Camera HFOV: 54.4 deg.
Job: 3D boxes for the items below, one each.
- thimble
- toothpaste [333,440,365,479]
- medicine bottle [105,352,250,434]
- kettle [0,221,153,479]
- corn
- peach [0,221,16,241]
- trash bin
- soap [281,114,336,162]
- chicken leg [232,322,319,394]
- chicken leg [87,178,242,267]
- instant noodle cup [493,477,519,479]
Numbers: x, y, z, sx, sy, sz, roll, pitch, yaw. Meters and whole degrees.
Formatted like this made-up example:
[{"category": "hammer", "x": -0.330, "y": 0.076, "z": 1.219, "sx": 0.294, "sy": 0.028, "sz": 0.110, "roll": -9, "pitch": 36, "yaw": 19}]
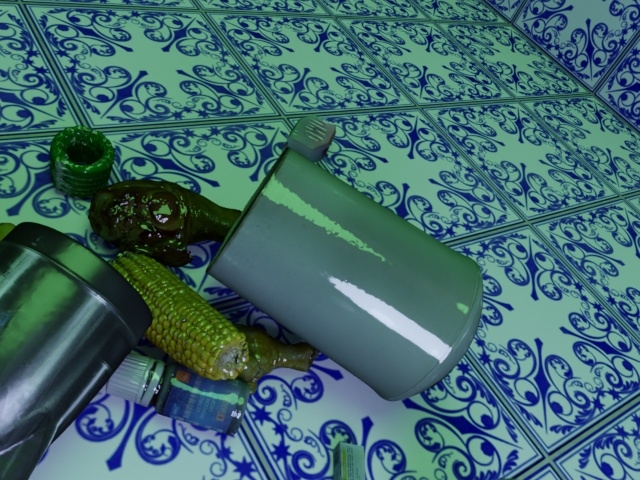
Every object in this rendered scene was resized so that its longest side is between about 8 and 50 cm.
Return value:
[{"category": "thimble", "x": -0.453, "y": -0.148, "z": 1.178, "sx": 0.118, "sy": 0.090, "sz": 0.130, "roll": 26, "pitch": 41, "yaw": -3}, {"category": "toothpaste", "x": 0.043, "y": 0.384, "z": 0.935, "sx": 0.046, "sy": 0.034, "sz": 0.164, "roll": 15, "pitch": 43, "yaw": -14}, {"category": "medicine bottle", "x": -0.212, "y": 0.225, "z": 0.931, "sx": 0.203, "sy": 0.083, "sz": 0.083, "roll": 19, "pitch": 42, "yaw": -6}, {"category": "kettle", "x": -0.437, "y": 0.151, "z": 0.794, "sx": 0.321, "sy": 0.228, "sz": 0.324, "roll": 24, "pitch": 58, "yaw": 12}, {"category": "corn", "x": -0.231, "y": 0.113, "z": 0.959, "sx": 0.115, "sy": 0.115, "sz": 0.318, "roll": -20, "pitch": 39, "yaw": -40}, {"category": "peach", "x": -0.520, "y": 0.014, "z": 1.006, "sx": 0.078, "sy": 0.050, "sz": 0.083, "roll": -11, "pitch": 40, "yaw": -6}, {"category": "trash bin", "x": 0.057, "y": 0.066, "z": 1.033, "sx": 0.432, "sy": 0.280, "sz": 0.280, "roll": 34, "pitch": 40, "yaw": -10}, {"category": "soap", "x": -0.022, "y": -0.251, "z": 1.533, "sx": 0.100, "sy": 0.056, "sz": 0.149, "roll": 28, "pitch": 41, "yaw": -2}, {"category": "chicken leg", "x": -0.103, "y": 0.194, "z": 1.025, "sx": 0.228, "sy": 0.088, "sz": 0.103, "roll": 15, "pitch": 32, "yaw": -22}, {"category": "chicken leg", "x": -0.234, "y": -0.026, "z": 1.131, "sx": 0.361, "sy": 0.140, "sz": 0.211, "roll": 11, "pitch": 35, "yaw": -12}, {"category": "instant noodle cup", "x": 0.222, "y": 0.428, "z": 0.850, "sx": 0.193, "sy": 0.212, "sz": 0.193, "roll": 15, "pitch": 42, "yaw": -14}]
